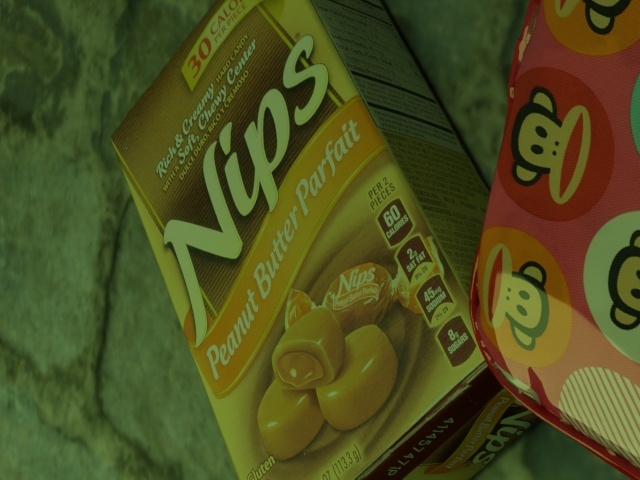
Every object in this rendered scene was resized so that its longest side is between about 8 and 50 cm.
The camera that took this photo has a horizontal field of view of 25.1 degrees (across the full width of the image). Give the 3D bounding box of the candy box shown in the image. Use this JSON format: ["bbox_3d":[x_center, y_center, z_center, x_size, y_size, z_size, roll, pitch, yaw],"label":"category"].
[{"bbox_3d":[0.000,0.000,0.817,0.183,0.087,0.316,-47,51,28],"label":"candy box"}]

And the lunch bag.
[{"bbox_3d":[0.196,-0.024,0.555,0.258,0.120,0.293,34,124,40],"label":"lunch bag"}]
